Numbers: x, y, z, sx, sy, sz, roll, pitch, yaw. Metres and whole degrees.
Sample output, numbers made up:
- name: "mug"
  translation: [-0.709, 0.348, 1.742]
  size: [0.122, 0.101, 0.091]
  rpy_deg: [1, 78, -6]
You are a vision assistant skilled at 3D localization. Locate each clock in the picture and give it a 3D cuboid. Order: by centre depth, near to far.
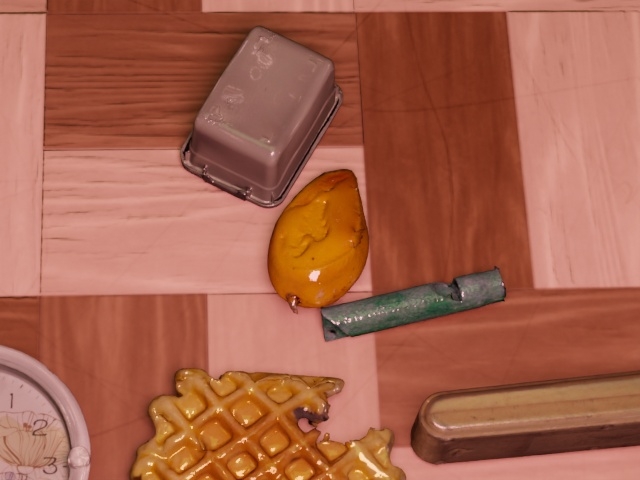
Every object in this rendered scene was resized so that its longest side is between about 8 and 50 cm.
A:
- name: "clock"
  translation: [-0.333, 0.212, 1.717]
  size: [0.237, 0.053, 0.236]
  rpy_deg: [0, 64, -1]

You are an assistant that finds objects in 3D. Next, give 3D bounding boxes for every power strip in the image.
- name: "power strip"
  translation: [0.281, 0.160, 1.762]
  size: [0.388, 0.092, 0.066]
  rpy_deg: [-4, 67, -6]

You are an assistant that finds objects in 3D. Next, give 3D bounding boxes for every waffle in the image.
- name: "waffle"
  translation: [-0.051, 0.238, 1.725]
  size: [0.261, 0.056, 0.250]
  rpy_deg: [6, 64, -3]

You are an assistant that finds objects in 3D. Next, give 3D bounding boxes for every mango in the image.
- name: "mango"
  translation: [0.000, 0.000, 1.833]
  size: [0.101, 0.066, 0.187]
  rpy_deg: [0, 48, 14]

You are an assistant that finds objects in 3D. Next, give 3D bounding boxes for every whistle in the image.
- name: "whistle"
  translation: [0.092, 0.064, 1.826]
  size: [0.186, 0.039, 0.039]
  rpy_deg: [-13, 66, -9]

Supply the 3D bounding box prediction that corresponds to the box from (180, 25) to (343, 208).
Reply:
- name: "box"
  translation: [-0.059, -0.134, 1.879]
  size: [0.124, 0.093, 0.172]
  rpy_deg: [25, 66, 8]
